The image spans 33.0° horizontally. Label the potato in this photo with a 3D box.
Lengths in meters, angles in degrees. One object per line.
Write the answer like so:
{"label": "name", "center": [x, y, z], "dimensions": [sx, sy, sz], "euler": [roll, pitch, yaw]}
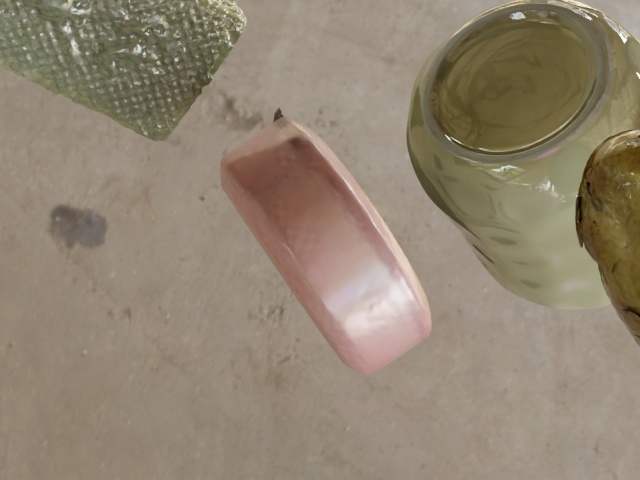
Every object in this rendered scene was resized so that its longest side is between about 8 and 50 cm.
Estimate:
{"label": "potato", "center": [0.186, 0.020, 0.545], "dimensions": [0.170, 0.080, 0.107], "euler": [53, 15, -15]}

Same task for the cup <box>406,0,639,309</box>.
{"label": "cup", "center": [0.189, -0.037, 0.755], "dimensions": [0.173, 0.202, 0.255], "euler": [-45, 53, -1]}

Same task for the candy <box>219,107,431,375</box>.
{"label": "candy", "center": [0.000, 0.000, 0.985], "dimensions": [0.094, 0.255, 0.255], "euler": [-34, 73, -4]}

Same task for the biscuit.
{"label": "biscuit", "center": [-0.201, -0.190, 0.904], "dimensions": [0.252, 0.150, 0.052], "euler": [26, 32, -29]}
